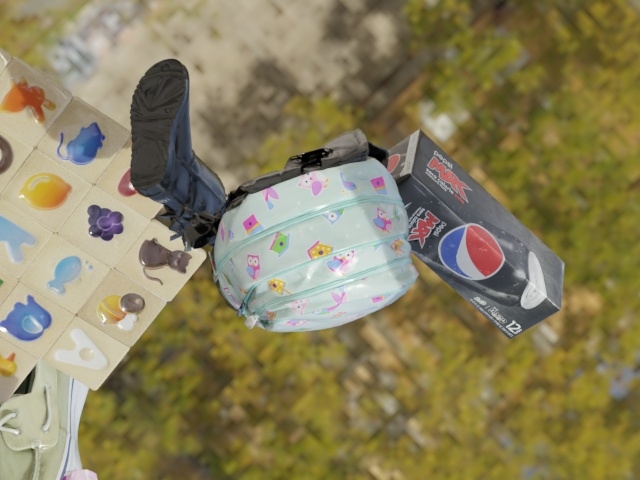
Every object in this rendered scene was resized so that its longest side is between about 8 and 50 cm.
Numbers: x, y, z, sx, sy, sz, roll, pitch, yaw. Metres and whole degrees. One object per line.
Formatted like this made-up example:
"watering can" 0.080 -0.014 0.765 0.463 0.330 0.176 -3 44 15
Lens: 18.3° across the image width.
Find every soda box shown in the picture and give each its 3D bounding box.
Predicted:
"soda box" 0.109 -0.003 1.495 0.053 0.169 0.060 -35 -154 33

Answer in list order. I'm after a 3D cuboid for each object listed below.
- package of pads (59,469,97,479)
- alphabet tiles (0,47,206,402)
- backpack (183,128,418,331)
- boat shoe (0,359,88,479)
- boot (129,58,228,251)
"package of pads" -0.193 0.229 1.584 0.050 0.032 0.083 -41 -130 31
"alphabet tiles" -0.283 -0.018 1.660 0.285 0.342 0.011 -50 -163 23
"backpack" 0.000 0.000 1.310 0.152 0.115 0.182 -24 175 -8
"boat shoe" -0.298 0.192 1.979 0.109 0.094 0.302 -26 -141 24
"boot" -0.101 -0.061 1.479 0.045 0.099 0.121 -9 -119 23
